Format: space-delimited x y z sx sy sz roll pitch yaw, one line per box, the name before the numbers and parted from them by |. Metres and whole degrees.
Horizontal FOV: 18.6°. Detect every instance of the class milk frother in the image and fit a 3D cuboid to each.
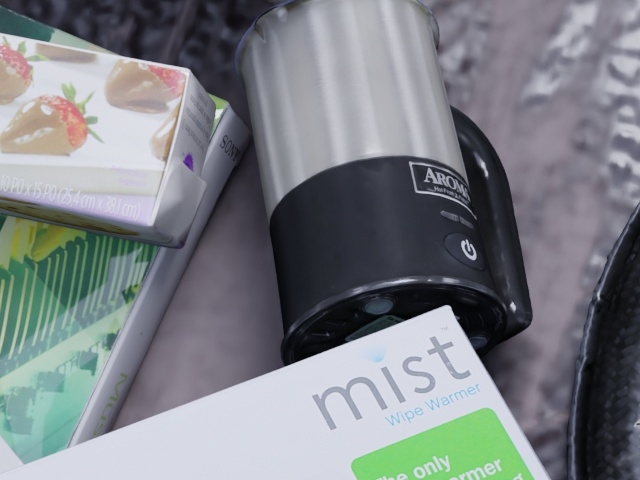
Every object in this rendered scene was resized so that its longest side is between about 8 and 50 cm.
milk frother | 0.000 0.000 0.763 0.143 0.129 0.134 -21 57 18

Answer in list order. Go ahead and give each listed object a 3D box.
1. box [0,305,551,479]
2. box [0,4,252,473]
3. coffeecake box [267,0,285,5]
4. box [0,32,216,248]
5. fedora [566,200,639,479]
box | -0.027 0.180 0.635 0.262 0.126 0.231 -19 63 -18
box | -0.221 -0.009 0.815 0.322 0.058 0.232 23 84 9
coffeecake box | -0.041 -0.157 0.753 0.142 0.185 0.068 28 85 10
box | -0.204 -0.060 0.762 0.324 0.067 0.063 12 82 8
fedora | 0.241 0.076 0.701 0.334 0.152 0.334 -1 81 6
